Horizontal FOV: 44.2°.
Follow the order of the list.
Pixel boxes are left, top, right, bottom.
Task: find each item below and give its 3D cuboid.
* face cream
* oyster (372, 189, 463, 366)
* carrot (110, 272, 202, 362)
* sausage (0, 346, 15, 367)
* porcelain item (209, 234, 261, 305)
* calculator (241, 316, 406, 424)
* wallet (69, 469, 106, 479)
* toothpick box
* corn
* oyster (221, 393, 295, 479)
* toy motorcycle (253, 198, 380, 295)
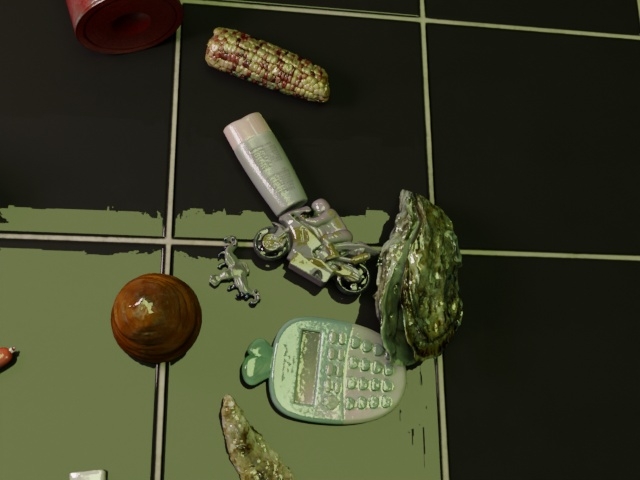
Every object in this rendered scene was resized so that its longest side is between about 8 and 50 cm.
[{"bbox_3d":[-0.101,-0.141,1.473,0.084,0.057,0.198,-27,78,-17],"label":"face cream"},{"bbox_3d":[0.175,0.054,1.427,0.158,0.162,0.351,-9,63,19],"label":"oyster"},{"bbox_3d":[-0.278,0.113,1.287,0.159,0.225,0.159,1,77,-5],"label":"carrot"},{"bbox_3d":[-0.615,0.244,1.286,0.253,0.034,0.034,-31,81,-17],"label":"sausage"},{"bbox_3d":[-0.165,0.062,1.420,0.075,0.021,0.136,-21,78,-15],"label":"porcelain item"},{"bbox_3d":[0.009,0.229,1.392,0.295,0.042,0.184,9,73,-9],"label":"calculator"},{"bbox_3d":[-0.376,0.436,1.276,0.061,0.025,0.122,-4,75,-4],"label":"wallet"},{"bbox_3d":[-0.396,-0.543,1.465,0.204,0.204,0.333,-15,78,-13],"label":"toothpick box"},{"bbox_3d":[-0.096,-0.334,1.515,0.253,0.086,0.086,20,72,-4],"label":"corn"},{"bbox_3d":[-0.118,0.361,1.321,0.200,0.061,0.106,42,73,4],"label":"oyster"},{"bbox_3d":[0.000,0.000,1.440,0.225,0.073,0.152,22,72,1],"label":"toy motorcycle"}]
